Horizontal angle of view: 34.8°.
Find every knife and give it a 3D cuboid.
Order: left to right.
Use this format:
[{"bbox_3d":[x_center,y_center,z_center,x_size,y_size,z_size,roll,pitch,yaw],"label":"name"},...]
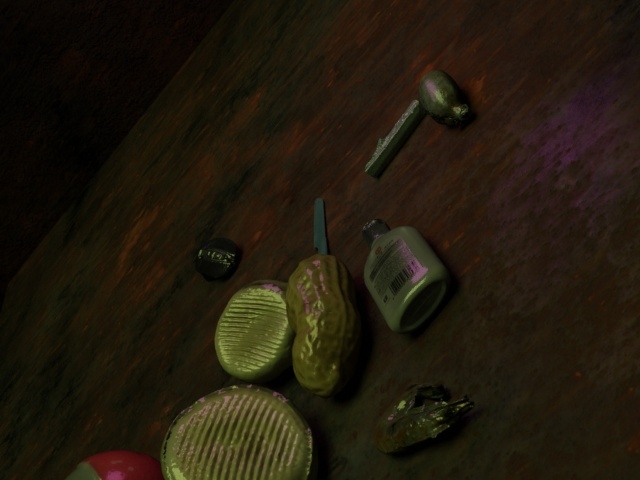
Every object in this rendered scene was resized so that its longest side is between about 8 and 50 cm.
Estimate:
[{"bbox_3d":[0.000,0.000,2.161,0.044,0.019,0.313,-47,26,29],"label":"knife"}]

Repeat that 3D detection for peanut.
[{"bbox_3d":[0.007,0.150,1.857,0.147,0.147,0.305,-45,33,26],"label":"peanut"}]

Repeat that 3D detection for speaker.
[{"bbox_3d":[-0.423,0.572,2.115,0.294,0.294,0.294,-42,30,32],"label":"speaker"}]

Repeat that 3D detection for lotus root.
[{"bbox_3d":[0.236,-0.269,1.954,0.088,0.088,0.165,-49,37,20],"label":"lotus root"}]

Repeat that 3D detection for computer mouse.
[{"bbox_3d":[-0.265,0.044,2.533,0.192,0.062,0.106,-2,61,62],"label":"computer mouse"}]

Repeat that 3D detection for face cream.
[{"bbox_3d":[0.134,0.046,1.797,0.144,0.071,0.291,-52,27,11],"label":"face cream"}]

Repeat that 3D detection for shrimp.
[{"bbox_3d":[0.158,0.260,1.561,0.223,0.047,0.126,-32,26,46],"label":"shrimp"}]

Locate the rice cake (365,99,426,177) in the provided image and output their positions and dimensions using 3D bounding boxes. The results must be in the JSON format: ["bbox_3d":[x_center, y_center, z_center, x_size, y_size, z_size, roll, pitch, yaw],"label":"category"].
[{"bbox_3d":[0.150,-0.208,2.081,0.180,0.042,0.030,-53,23,10],"label":"rice cake"}]

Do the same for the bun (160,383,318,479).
[{"bbox_3d":[-0.138,0.390,1.764,0.287,0.287,0.146,-95,3,-51],"label":"bun"}]

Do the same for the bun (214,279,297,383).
[{"bbox_3d":[-0.103,0.184,2.033,0.222,0.127,0.222,-10,69,29],"label":"bun"}]
